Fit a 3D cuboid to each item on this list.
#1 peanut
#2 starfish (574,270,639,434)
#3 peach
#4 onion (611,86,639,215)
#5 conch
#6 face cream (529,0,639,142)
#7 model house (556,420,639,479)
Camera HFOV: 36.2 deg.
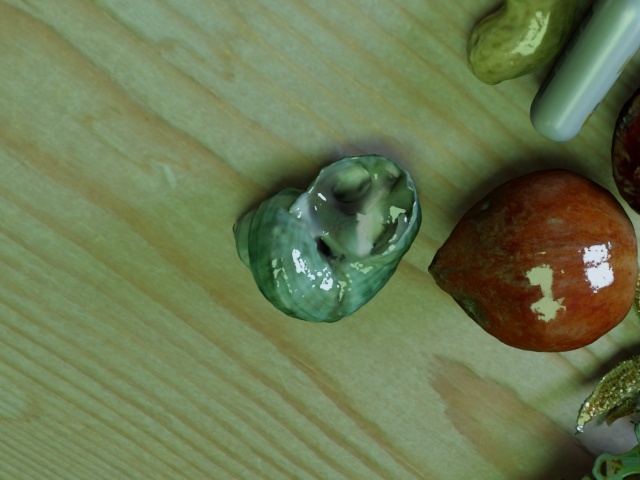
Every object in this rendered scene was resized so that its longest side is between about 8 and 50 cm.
[{"bbox_3d":[0.244,-0.274,1.118,0.103,0.098,0.229,40,129,28],"label":"peanut"},{"bbox_3d":[0.485,0.191,1.425,0.301,0.084,0.293,15,123,-10],"label":"starfish"},{"bbox_3d":[0.265,0.027,1.246,0.257,0.232,0.232,0,126,-16],"label":"peach"},{"bbox_3d":[0.468,-0.110,1.157,0.246,0.190,0.246,16,133,18],"label":"onion"},{"bbox_3d":[0.000,0.000,1.291,0.277,0.195,0.220,2,107,31],"label":"conch"},{"bbox_3d":[0.336,-0.249,1.102,0.071,0.144,0.291,30,121,4],"label":"face cream"},{"bbox_3d":[0.430,0.510,1.467,0.324,0.340,0.300,-26,140,24],"label":"model house"}]
